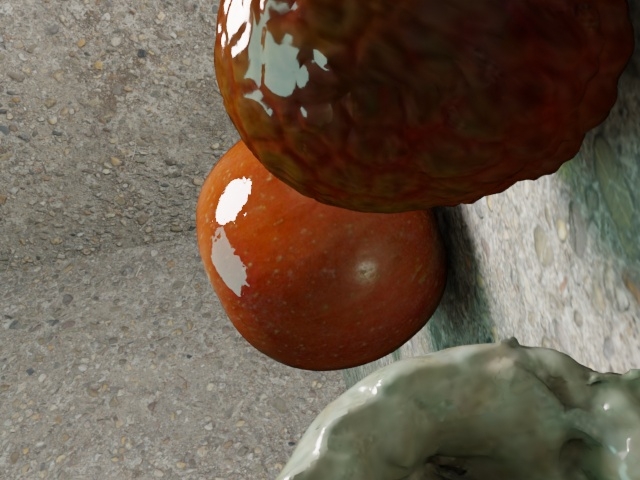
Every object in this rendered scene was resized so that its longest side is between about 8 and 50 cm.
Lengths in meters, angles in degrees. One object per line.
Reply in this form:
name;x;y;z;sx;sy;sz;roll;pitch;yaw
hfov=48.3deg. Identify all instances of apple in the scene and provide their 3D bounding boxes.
apple;0.000;0.000;0.918;0.348;0.277;0.348;62;179;2

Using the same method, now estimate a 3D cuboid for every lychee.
lychee;0.051;-0.138;0.466;0.300;0.255;0.255;-128;23;-48

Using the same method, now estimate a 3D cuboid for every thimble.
thimble;0.109;0.213;0.436;0.195;0.292;0.291;85;172;-60
